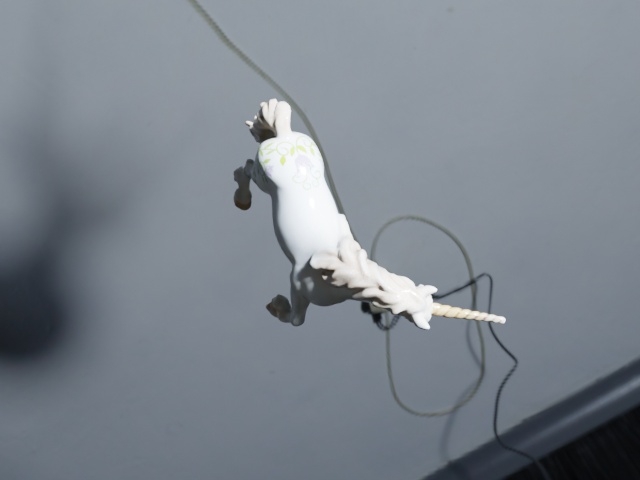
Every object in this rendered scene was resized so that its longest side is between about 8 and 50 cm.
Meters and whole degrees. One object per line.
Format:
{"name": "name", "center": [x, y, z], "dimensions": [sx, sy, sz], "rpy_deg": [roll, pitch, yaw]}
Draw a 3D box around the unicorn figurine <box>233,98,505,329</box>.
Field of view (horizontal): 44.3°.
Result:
{"name": "unicorn figurine", "center": [0.000, 0.000, 0.405], "dimensions": [0.060, 0.111, 0.162], "rpy_deg": [-34, 89, -25]}
